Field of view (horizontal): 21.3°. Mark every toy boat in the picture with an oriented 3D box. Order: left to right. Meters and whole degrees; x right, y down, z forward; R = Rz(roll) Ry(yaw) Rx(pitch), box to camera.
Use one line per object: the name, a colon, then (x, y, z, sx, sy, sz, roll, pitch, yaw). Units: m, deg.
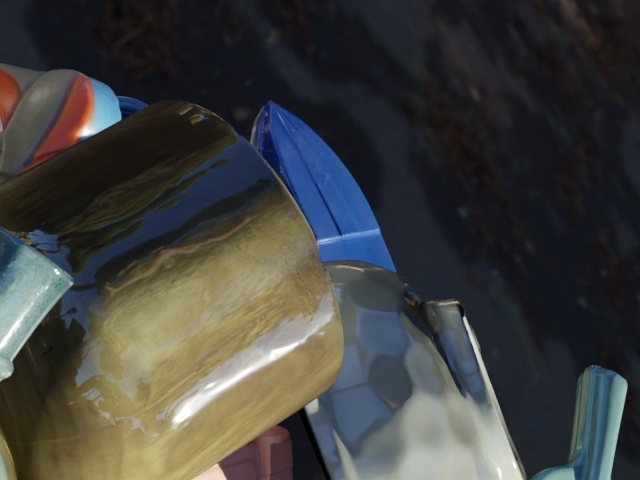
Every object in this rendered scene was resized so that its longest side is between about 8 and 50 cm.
toy boat: (0.000, 0.000, 1.650, 0.129, 0.088, 0.295, -11, 76, -44)

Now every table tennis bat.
table tennis bat: (0.199, 0.211, 1.306, 0.153, 0.040, 0.244, 32, 59, -33)

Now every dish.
dish: (0.065, 0.123, 1.191, 0.303, 0.120, 0.303, -20, 90, -86)

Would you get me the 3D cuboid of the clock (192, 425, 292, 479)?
clock: (-0.120, 0.166, 1.120, 0.166, 0.162, 0.092, -9, 101, -50)

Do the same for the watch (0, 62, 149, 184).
watch: (-0.211, 0.037, 1.213, 0.274, 0.241, 0.305, 30, 72, -59)

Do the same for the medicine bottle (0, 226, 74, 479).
medicine bottle: (-0.159, 0.088, 0.575, 0.090, 0.208, 0.054, 34, -9, -3)

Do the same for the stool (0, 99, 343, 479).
stool: (-0.142, 0.063, 0.834, 0.264, 0.179, 0.179, -32, 93, -28)
